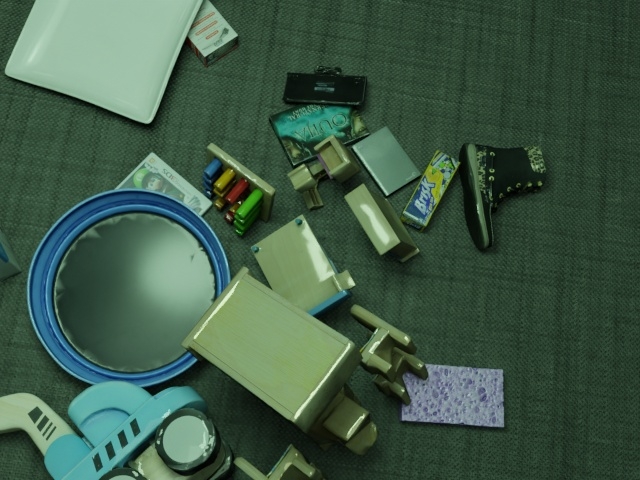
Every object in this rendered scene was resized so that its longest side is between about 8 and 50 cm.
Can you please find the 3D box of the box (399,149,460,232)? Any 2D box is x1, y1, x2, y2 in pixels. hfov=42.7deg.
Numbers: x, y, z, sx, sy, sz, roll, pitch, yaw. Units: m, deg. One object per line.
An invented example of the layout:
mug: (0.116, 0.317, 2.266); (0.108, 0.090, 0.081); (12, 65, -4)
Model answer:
box: (0.232, -0.105, 1.753); (0.059, 0.054, 0.169); (29, 73, 3)

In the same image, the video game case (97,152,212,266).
video game case: (-0.351, -0.063, 1.703); (0.173, 0.022, 0.190); (40, 74, 7)

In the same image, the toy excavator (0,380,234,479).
toy excavator: (-0.442, 0.368, 1.498); (0.433, 0.222, 0.445); (-41, 68, -14)

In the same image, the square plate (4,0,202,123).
square plate: (-0.454, -0.453, 1.763); (0.347, 0.049, 0.344); (20, 82, 7)

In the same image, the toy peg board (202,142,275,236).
toy peg board: (-0.182, -0.091, 1.652); (0.160, 0.161, 0.079); (36, 70, 5)

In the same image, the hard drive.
hard drive: (0.143, -0.170, 1.780); (0.094, 0.022, 0.135); (-32, 79, -13)

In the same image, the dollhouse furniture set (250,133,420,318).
dollhouse furniture set: (0.000, 0.000, 1.678); (0.303, 0.198, 0.286); (-34, 75, 11)

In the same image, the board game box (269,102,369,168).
board game box: (-0.002, -0.247, 1.787); (0.186, 0.026, 0.126); (-24, 77, -12)

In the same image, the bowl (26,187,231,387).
bowl: (-0.369, 0.096, 1.611); (0.390, 0.077, 0.391); (0, 79, -2)

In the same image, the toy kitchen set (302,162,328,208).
toy kitchen set: (0.010, -0.119, 1.733); (0.068, 0.083, 0.075); (-6, 69, -50)

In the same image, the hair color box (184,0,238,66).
hair color box: (-0.268, -0.478, 1.815); (0.093, 0.053, 0.167); (-36, 79, -13)

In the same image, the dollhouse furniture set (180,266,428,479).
dollhouse furniture set: (-0.037, 0.256, 1.473); (0.256, 0.394, 0.362); (31, 74, 30)

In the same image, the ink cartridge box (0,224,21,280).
ink cartridge box: (-0.738, -0.038, 1.567); (0.197, 0.198, 0.270); (-26, 78, -11)

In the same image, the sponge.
sponge: (0.262, 0.311, 1.648); (0.210, 0.031, 0.117); (5, 73, -4)

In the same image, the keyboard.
keyboard: (0.011, -0.340, 1.798); (0.180, 0.023, 0.108); (5, 61, 7)

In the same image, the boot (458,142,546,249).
boot: (0.398, -0.101, 1.753); (0.178, 0.085, 0.237); (-3, 74, -9)
